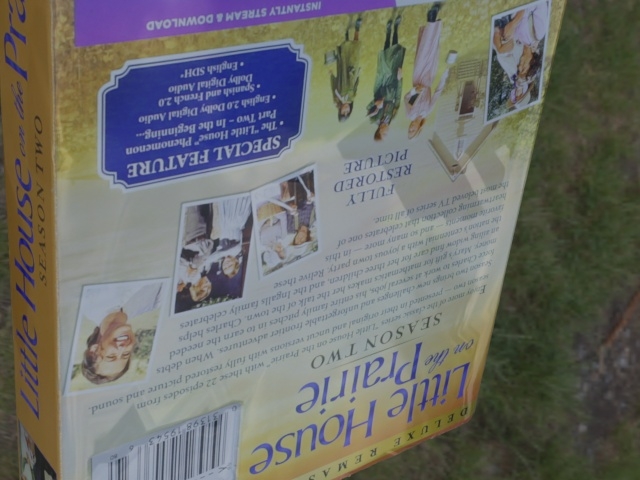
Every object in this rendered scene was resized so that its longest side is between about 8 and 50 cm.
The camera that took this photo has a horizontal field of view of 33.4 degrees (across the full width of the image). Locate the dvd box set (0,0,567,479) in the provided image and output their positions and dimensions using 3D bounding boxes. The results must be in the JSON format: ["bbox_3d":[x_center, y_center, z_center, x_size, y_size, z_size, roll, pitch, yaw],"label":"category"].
[{"bbox_3d":[-0.009,-0.037,0.556,0.308,0.062,0.420,-16,127,-33],"label":"dvd box set"}]
